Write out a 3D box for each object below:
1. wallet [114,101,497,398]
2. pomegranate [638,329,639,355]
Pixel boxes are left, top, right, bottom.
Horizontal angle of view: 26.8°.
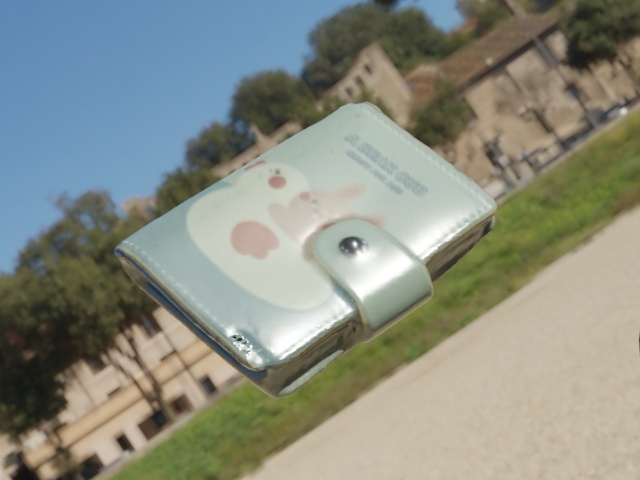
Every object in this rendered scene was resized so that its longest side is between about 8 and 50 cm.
[{"bbox_3d":[0.000,0.000,1.391,0.360,0.252,0.083,-34,-30,-29],"label":"wallet"},{"bbox_3d":[0.432,0.124,1.461,0.159,0.159,0.205,-34,19,3],"label":"pomegranate"}]
